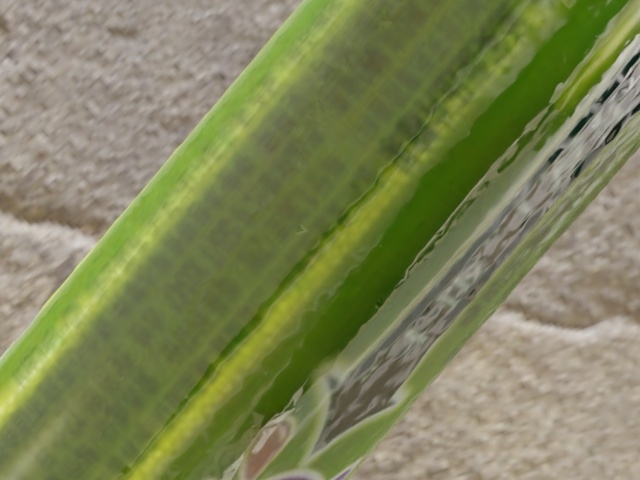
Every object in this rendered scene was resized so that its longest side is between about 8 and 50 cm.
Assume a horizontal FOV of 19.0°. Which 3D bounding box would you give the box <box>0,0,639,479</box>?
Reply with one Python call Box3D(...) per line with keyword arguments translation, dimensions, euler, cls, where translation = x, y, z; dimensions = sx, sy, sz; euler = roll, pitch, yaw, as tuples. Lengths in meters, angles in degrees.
Box3D(translation=(0.000, 0.000, 0.580), dimensions=(0.097, 0.134, 0.345), euler=(43, 96, 22), cls="box")
